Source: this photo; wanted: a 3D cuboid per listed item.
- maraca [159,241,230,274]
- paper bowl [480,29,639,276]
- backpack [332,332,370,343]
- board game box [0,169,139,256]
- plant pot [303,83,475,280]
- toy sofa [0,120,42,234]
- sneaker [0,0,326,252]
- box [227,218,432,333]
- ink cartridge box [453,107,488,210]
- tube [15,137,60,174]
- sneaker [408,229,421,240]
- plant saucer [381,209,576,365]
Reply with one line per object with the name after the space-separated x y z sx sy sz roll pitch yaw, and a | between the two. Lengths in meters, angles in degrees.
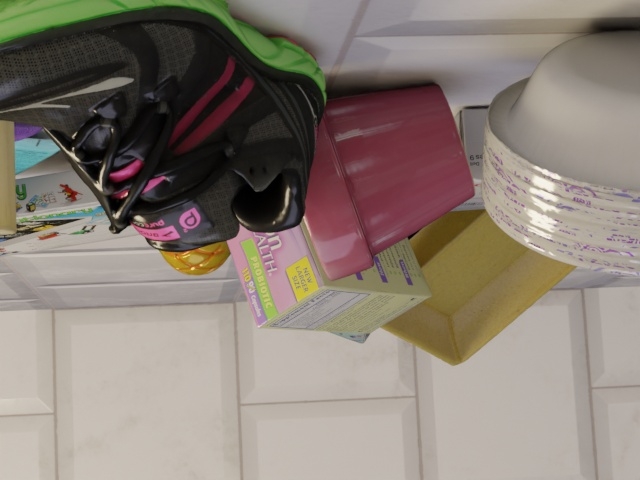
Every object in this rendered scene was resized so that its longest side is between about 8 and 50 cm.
-0.200 -0.010 2.161 0.127 0.099 0.185 -5 146 -3 | maraca
0.292 -0.094 1.244 0.284 0.148 0.284 1 -150 0 | paper bowl
0.013 0.042 2.153 0.253 0.191 0.225 29 168 5 | backpack
-0.351 -0.033 1.733 0.305 0.053 0.193 -9 167 -3 | board game box
0.061 -0.079 1.457 0.180 0.201 0.201 -19 171 2 | plant pot
-0.473 -0.059 1.487 0.362 0.150 0.177 -9 169 35 | toy sofa
-0.134 -0.096 1.146 0.185 0.202 0.483 -9 170 33 | sneaker
0.000 0.000 1.762 0.117 0.213 0.243 -33 157 30 | box
0.229 -0.098 1.667 0.154 0.093 0.212 -3 174 -4 | ink cartridge box
-0.394 -0.094 1.651 0.080 0.052 0.207 -5 172 -43 | tube
0.163 -0.027 2.137 0.124 0.107 0.283 4 172 -5 | sneaker
0.241 0.021 2.003 0.333 0.081 0.333 -42 147 11 | plant saucer
